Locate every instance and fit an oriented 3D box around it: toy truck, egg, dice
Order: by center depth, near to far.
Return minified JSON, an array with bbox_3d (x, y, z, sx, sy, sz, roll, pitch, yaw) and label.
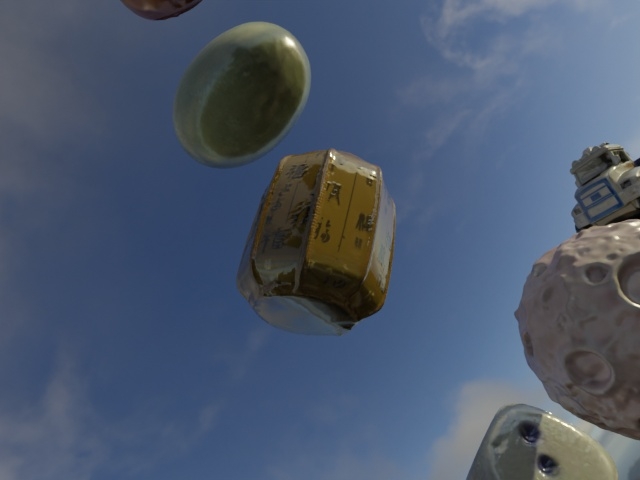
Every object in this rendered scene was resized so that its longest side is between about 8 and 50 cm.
[{"bbox_3d":[0.362,0.417,0.695,0.193,0.192,0.194,-43,-41,-31],"label":"dice"},{"bbox_3d":[0.538,-0.094,0.724,0.213,0.177,0.161,-11,-22,-30],"label":"toy truck"},{"bbox_3d":[-0.176,-0.317,0.920,0.352,0.258,0.258,-48,-41,6],"label":"egg"}]

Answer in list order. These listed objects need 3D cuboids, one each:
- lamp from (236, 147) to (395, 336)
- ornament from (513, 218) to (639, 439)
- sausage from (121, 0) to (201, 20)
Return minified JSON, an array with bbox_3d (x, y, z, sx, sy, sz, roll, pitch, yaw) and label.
[{"bbox_3d":[0.000,0.000,0.447,0.161,0.161,0.185,55,-144,-47],"label":"lamp"},{"bbox_3d":[0.369,0.098,0.480,0.259,0.259,0.225,-47,-40,-9],"label":"ornament"},{"bbox_3d":[-0.096,-0.292,0.290,0.133,0.133,0.258,4,-51,-45],"label":"sausage"}]
